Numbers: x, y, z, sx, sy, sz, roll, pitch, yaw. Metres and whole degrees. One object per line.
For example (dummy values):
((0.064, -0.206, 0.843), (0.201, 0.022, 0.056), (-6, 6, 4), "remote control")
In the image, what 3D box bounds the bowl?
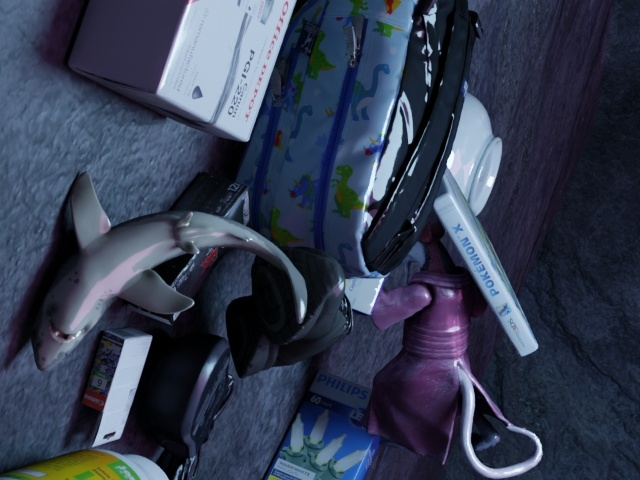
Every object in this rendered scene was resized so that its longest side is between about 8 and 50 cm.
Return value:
((0.226, -0.127, 2.053), (0.298, 0.134, 0.298), (19, 90, -73), "bowl")

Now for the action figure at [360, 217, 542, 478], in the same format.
((0.163, 0.149, 1.751), (0.248, 0.275, 0.370), (-12, 112, -28), "action figure")

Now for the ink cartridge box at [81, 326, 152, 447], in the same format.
((-0.211, 0.147, 1.206), (0.115, 0.029, 0.063), (-72, 163, 5), "ink cartridge box")

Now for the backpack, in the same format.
((0.046, -0.129, 1.385), (0.290, 0.273, 0.356), (46, 45, -74), "backpack")

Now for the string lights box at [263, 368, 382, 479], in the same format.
((0.005, 0.348, 1.873), (0.077, 0.133, 0.260), (80, 33, -58), "string lights box")

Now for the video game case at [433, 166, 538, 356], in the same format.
((0.215, -0.024, 1.793), (0.300, 0.036, 0.329), (57, 10, -27), "video game case")

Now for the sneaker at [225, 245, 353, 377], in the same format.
((-0.017, 0.072, 1.322), (0.286, 0.130, 0.109), (137, -56, -65), "sneaker")

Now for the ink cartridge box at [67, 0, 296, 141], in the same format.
((-0.113, -0.189, 1.056), (0.218, 0.092, 0.159), (19, 90, -74), "ink cartridge box")

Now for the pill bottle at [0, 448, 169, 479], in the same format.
((-0.230, 0.266, 1.093), (0.245, 0.136, 0.136), (1, 107, -71), "pill bottle")

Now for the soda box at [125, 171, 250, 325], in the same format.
((-0.137, 0.005, 1.230), (0.169, 0.060, 0.053), (-55, 155, -39), "soda box")

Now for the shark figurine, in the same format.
((-0.143, 0.014, 1.113), (0.116, 0.278, 0.166), (168, -88, -68), "shark figurine")

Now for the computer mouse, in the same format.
((-0.158, 0.186, 1.352), (0.272, 0.072, 0.189), (102, 13, -62), "computer mouse")

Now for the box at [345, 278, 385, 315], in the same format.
((0.039, 0.036, 1.662), (0.126, 0.072, 0.137), (-69, -164, -8), "box")
